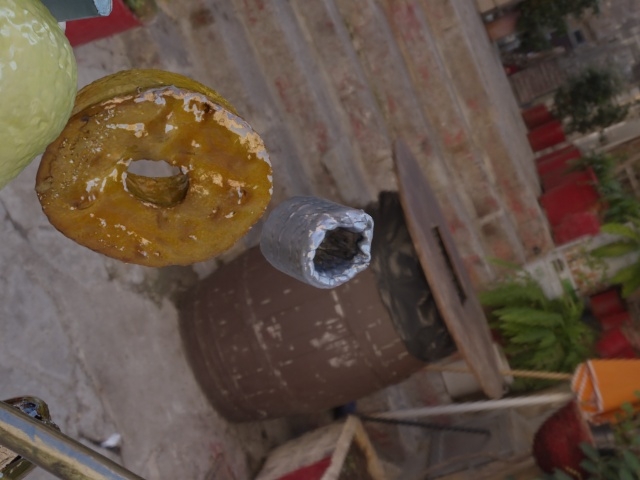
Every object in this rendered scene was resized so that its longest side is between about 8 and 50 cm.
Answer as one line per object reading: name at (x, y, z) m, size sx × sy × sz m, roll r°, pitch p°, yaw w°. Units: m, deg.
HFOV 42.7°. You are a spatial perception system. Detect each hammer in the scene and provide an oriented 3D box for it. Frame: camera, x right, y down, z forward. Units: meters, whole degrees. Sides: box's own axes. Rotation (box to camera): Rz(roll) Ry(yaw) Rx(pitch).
hammer at (-0.227, 0.177, 0.684) m, size 0.440 × 0.168 × 0.044 m, roll 37°, pitch 56°, yaw -20°

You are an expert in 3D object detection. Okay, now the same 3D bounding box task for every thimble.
thimble at (-0.002, 0.002, 1.255) m, size 0.151 × 0.118 × 0.127 m, roll -14°, pitch 118°, yaw -40°

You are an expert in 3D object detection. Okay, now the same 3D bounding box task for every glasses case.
glasses case at (-0.423, -0.395, 1.282) m, size 0.056 × 0.266 × 0.105 m, roll -42°, pitch 126°, yaw -39°

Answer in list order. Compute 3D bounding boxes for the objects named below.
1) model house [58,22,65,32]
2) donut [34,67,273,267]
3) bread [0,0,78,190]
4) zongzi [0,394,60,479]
model house at (-0.773, -0.467, 1.883) m, size 0.272 × 0.301 × 0.190 m, roll 16°, pitch 53°, yaw -39°
donut at (-0.202, -0.094, 1.001) m, size 0.277 × 0.278 × 0.108 m, roll 54°, pitch 14°, yaw -45°
bread at (-0.357, -0.172, 0.668) m, size 0.320 × 0.237 × 0.320 m, roll 49°, pitch 9°, yaw -10°
zongzi at (-0.597, 0.282, 1.265) m, size 0.317 × 0.289 × 0.154 m, roll 47°, pitch -14°, yaw 11°
